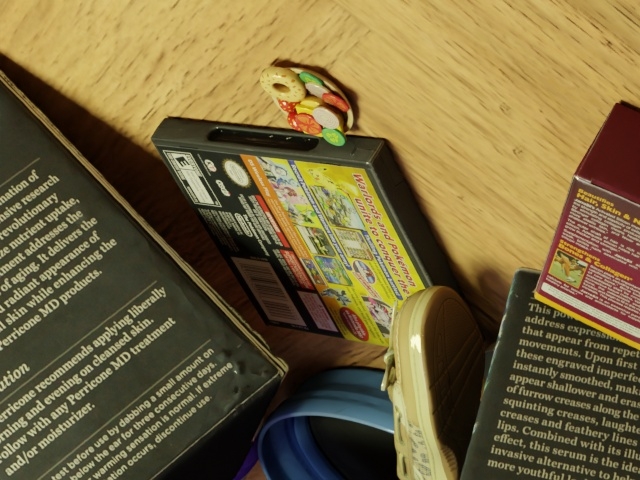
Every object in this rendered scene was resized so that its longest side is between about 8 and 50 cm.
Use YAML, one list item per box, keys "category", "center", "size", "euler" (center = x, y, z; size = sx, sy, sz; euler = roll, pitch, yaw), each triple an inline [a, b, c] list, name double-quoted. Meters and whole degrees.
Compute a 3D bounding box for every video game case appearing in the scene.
- category: "video game case"
  center: [0.000, 0.000, 1.694]
  size: [0.248, 0.035, 0.275]
  euler: [8, 143, 36]

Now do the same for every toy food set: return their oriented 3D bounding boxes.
- category: "toy food set"
  center: [-0.009, -0.115, 1.536]
  size: [0.082, 0.020, 0.083]
  euler: [15, 147, 26]

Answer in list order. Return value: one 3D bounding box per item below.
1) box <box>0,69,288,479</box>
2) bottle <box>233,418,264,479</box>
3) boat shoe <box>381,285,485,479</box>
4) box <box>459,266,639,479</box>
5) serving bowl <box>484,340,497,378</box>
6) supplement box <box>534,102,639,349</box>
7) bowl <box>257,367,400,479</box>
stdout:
- category: "box"
  center: [-0.331, 0.131, 1.832]
  size: [0.472, 0.297, 0.480]
  euler: [47, 153, 12]
- category: "bottle"
  center: [-0.126, 0.246, 2.107]
  size: [0.092, 0.118, 0.283]
  euler: [47, 154, 10]
- category: "boat shoe"
  center: [0.095, 0.150, 1.675]
  size: [0.089, 0.104, 0.285]
  euler: [16, 138, 27]
- category: "box"
  center: [0.214, 0.274, 1.513]
  size: [0.212, 0.395, 0.293]
  euler: [12, 147, 11]
- category: "serving bowl"
  center: [0.190, 0.118, 1.702]
  size: [0.083, 0.027, 0.083]
  euler: [24, 151, 14]
- category: "supplement box"
  center: [0.239, -0.007, 1.405]
  size: [0.104, 0.081, 0.188]
  euler: [26, 151, 11]
- category: "bowl"
  center: [0.119, 0.278, 1.969]
  size: [0.391, 0.077, 0.391]
  euler: [24, 150, 15]
